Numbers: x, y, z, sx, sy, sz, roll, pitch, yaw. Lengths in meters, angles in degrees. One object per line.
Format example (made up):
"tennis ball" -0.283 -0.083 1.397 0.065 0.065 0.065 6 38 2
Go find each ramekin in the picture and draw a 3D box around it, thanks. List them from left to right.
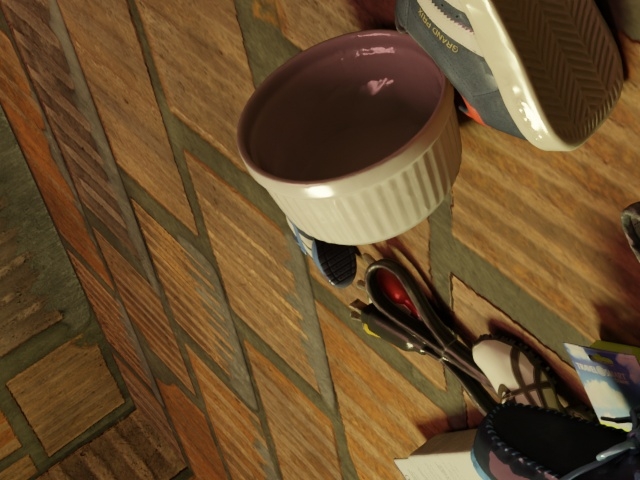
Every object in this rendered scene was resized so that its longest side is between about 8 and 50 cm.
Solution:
"ramekin" 0.035 -0.091 1.104 0.207 0.207 0.109 35 160 44

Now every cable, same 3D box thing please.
"cable" 0.145 0.110 1.407 0.287 0.072 0.140 30 133 27

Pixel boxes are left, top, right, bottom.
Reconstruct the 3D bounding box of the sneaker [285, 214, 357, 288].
"sneaker" 0.000 0.000 1.530 0.144 0.053 0.059 61 160 12

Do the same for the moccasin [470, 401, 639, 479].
"moccasin" 0.303 0.203 1.003 0.341 0.138 0.117 18 128 11

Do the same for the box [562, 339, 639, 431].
"box" 0.307 0.166 1.101 0.109 0.042 0.178 4 125 63

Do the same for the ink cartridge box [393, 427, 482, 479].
"ink cartridge box" 0.257 0.394 1.532 0.324 0.071 0.330 55 163 1

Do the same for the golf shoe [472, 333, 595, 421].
"golf shoe" 0.218 0.183 1.259 0.198 0.094 0.077 45 158 31

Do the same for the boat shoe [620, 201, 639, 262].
"boat shoe" 0.296 0.090 0.779 0.113 0.104 0.306 89 163 -65

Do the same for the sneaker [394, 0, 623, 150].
"sneaker" 0.098 -0.221 0.852 0.148 0.131 0.350 20 140 51
